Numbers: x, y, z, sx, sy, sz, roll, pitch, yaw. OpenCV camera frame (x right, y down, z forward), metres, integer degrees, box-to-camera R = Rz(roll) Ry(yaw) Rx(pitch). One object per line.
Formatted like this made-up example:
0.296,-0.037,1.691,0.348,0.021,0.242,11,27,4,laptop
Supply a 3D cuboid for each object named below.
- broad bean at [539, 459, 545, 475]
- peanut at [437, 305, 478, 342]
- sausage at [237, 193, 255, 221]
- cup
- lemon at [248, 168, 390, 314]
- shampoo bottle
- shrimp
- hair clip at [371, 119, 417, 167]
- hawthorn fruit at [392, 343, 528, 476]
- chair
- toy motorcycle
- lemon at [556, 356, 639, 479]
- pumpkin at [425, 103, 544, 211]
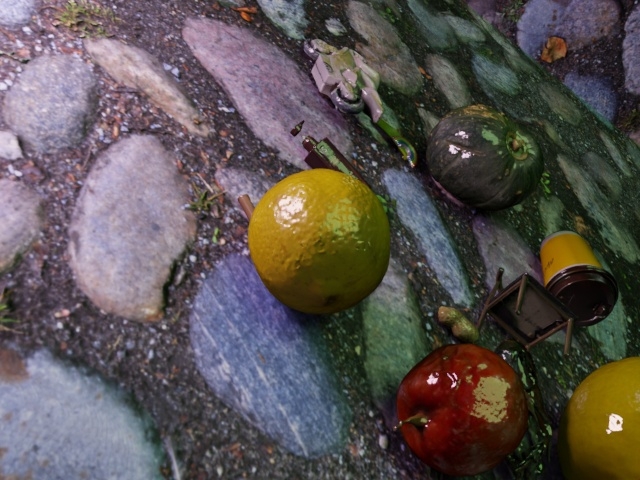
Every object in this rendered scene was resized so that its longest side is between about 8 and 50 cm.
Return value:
0.404,0.371,1.482,0.060,0.043,0.297,12,46,-47,broad bean
0.315,0.193,1.565,0.113,0.054,0.054,41,37,1,peanut
-0.137,-0.044,1.396,0.026,0.026,0.116,-6,60,-45,sausage
0.709,0.097,1.916,0.196,0.196,0.279,32,32,-16,cup
0.000,0.001,1.281,0.293,0.293,0.293,25,41,-24,lemon
0.022,-0.190,1.645,0.236,0.067,0.068,44,46,0,shampoo bottle
0.376,0.381,1.387,0.137,0.172,0.371,40,51,-39,shrimp
0.218,-0.288,1.946,0.188,0.033,0.060,49,37,6,hair clip
0.229,0.313,1.234,0.272,0.242,0.241,-9,61,-34,hawthorn fruit
0.498,0.179,1.647,0.188,0.166,0.272,41,37,-4,chair
0.083,-0.452,1.918,0.223,0.107,0.340,8,43,-30,toy motorcycle
0.660,0.444,1.414,0.364,0.364,0.364,25,41,-24,lemon
0.463,-0.242,1.943,0.328,0.257,0.291,45,49,-10,pumpkin
